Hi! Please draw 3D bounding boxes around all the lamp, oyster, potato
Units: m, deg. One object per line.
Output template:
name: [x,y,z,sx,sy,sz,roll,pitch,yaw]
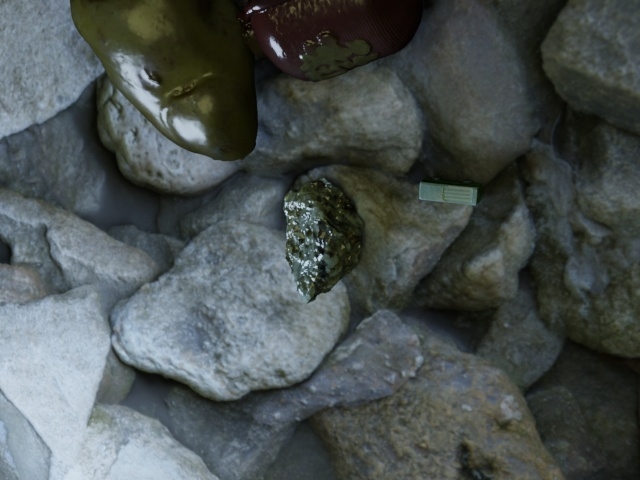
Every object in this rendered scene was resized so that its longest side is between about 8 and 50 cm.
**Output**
lamp: [0.019,-0.297,0.900,0.258,0.180,0.180,-15,99,27]
oyster: [0.000,0.000,1.067,0.125,0.064,0.177,-12,99,30]
potato: [-0.197,-0.261,0.992,0.218,0.202,0.351,-17,106,38]

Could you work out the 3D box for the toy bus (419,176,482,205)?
toy bus: [0.173,-0.066,0.984,0.083,0.037,0.031,8,108,21]
